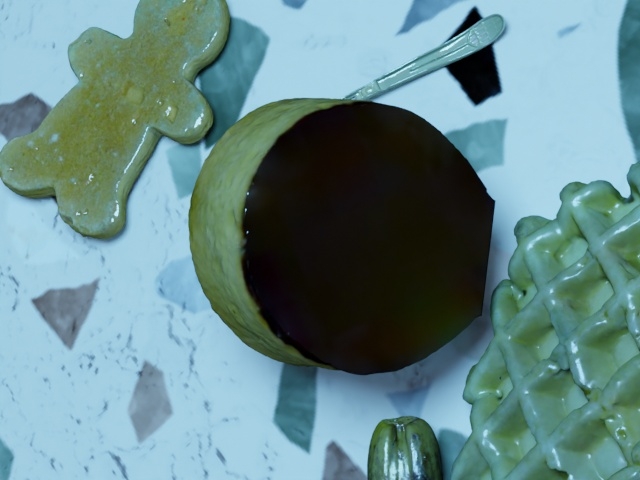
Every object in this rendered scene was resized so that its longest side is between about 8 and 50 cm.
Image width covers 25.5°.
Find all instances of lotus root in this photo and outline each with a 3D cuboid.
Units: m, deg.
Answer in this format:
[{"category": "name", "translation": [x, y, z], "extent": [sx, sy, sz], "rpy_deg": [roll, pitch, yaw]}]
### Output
[{"category": "lotus root", "translation": [0.059, 0.172, 0.995], "extent": [0.054, 0.049, 0.099], "rpy_deg": [-5, 74, 11]}]

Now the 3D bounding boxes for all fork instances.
[{"category": "fork", "translation": [0.043, -0.117, 1.088], "extent": [0.219, 0.028, 0.034], "rpy_deg": [-26, 65, 13]}]

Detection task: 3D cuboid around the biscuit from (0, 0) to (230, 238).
[{"category": "biscuit", "translation": [-0.155, -0.115, 1.160], "extent": [0.153, 0.030, 0.234], "rpy_deg": [33, 89, 24]}]

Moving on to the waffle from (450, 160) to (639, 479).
[{"category": "waffle", "translation": [0.201, 0.091, 0.899], "extent": [0.292, 0.056, 0.309], "rpy_deg": [6, 77, 50]}]

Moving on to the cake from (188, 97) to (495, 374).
[{"category": "cake", "translation": [0.000, 0.000, 1.012], "extent": [0.208, 0.178, 0.185], "rpy_deg": [39, 75, -13]}]
